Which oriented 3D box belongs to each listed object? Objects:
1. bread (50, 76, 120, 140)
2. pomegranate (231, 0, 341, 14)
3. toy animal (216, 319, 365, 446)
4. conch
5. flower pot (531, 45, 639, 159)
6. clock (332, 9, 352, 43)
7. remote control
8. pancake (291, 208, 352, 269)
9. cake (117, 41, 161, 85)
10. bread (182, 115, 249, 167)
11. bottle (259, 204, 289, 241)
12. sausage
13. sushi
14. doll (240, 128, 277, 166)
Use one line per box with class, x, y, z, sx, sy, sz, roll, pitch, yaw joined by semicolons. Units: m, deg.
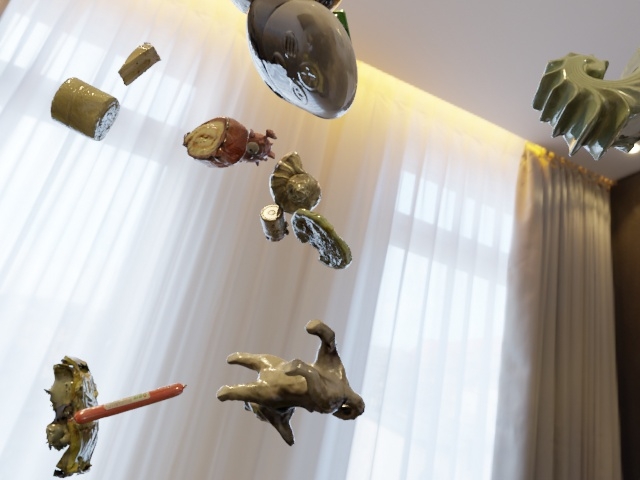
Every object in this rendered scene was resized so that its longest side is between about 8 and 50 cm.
bread;-0.695;-0.387;1.398;0.141;0.148;0.134;27;2;-10
pomegranate;-0.081;-0.633;1.045;0.322;0.322;0.322;11;-21;4
toy animal;-0.068;0.418;1.282;0.344;0.194;0.303;-24;-64;24
conch;-0.109;-0.191;1.681;0.210;0.159;0.291;61;-13;-14
flower pot;0.716;-0.340;1.120;0.367;0.254;0.165;-12;-35;-7
clock;0.008;-0.560;1.506;0.106;0.255;0.220;13;-27;22
remote control;-0.044;-0.361;0.925;0.332;0.103;0.221;39;-30;41
pancake;0.000;0.000;1.493;0.253;0.037;0.254;36;-24;19
cake;-0.472;-0.455;1.220;0.065;0.121;0.052;15;-27;28
bread;-0.365;-0.341;1.646;0.244;0.190;0.123;9;-17;38
bottle;-0.170;-0.054;1.775;0.098;0.099;0.152;8;-41;14
sausage;-0.426;0.366;1.062;0.253;0.034;0.034;-9;-8;-32
sushi;-0.619;0.429;1.164;0.131;0.291;0.139;-4;-19;-8
doll;-0.297;-0.420;2.116;0.262;0.093;0.211;-22;-37;33
